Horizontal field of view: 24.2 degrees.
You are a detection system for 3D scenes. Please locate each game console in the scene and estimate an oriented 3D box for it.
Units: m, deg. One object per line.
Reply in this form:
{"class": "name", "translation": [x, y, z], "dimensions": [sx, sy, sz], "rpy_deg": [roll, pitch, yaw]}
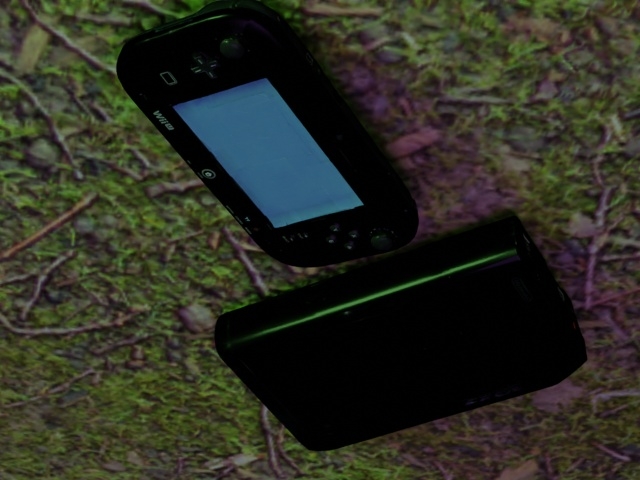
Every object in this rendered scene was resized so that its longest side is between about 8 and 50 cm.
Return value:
{"class": "game console", "translation": [0.000, 0.000, 0.896], "dimensions": [0.213, 0.044, 0.361], "rpy_deg": [-20, 132, 22]}
